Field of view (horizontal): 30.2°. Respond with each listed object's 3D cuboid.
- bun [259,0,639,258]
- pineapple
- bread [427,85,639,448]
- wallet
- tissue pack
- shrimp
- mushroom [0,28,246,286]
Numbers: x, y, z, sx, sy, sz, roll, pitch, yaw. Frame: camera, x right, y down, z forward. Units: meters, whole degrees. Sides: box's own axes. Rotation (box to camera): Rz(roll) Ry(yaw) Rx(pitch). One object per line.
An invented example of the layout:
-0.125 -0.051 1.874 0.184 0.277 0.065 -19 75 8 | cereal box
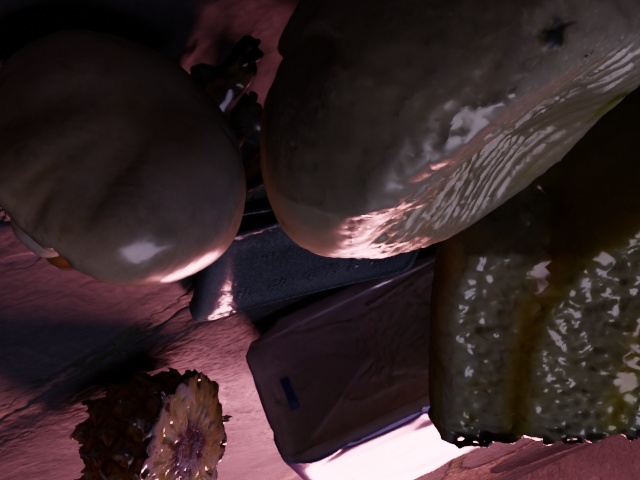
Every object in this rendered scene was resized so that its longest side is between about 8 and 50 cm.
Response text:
0.063 -0.097 0.691 0.259 0.160 0.259 -34 166 -10 | bun
-0.187 0.197 1.171 0.137 0.161 0.176 8 174 23 | pineapple
0.230 -0.020 0.885 0.395 0.239 0.264 -16 122 18 | bread
0.001 0.002 1.011 0.222 0.036 0.167 -15 157 -21 | wallet
0.073 0.162 1.290 0.242 0.160 0.338 -23 159 0 | tissue pack
-0.086 -0.042 0.791 0.254 0.059 0.145 -38 157 32 | shrimp
-0.115 -0.038 0.640 0.122 0.154 0.154 -42 153 25 | mushroom
